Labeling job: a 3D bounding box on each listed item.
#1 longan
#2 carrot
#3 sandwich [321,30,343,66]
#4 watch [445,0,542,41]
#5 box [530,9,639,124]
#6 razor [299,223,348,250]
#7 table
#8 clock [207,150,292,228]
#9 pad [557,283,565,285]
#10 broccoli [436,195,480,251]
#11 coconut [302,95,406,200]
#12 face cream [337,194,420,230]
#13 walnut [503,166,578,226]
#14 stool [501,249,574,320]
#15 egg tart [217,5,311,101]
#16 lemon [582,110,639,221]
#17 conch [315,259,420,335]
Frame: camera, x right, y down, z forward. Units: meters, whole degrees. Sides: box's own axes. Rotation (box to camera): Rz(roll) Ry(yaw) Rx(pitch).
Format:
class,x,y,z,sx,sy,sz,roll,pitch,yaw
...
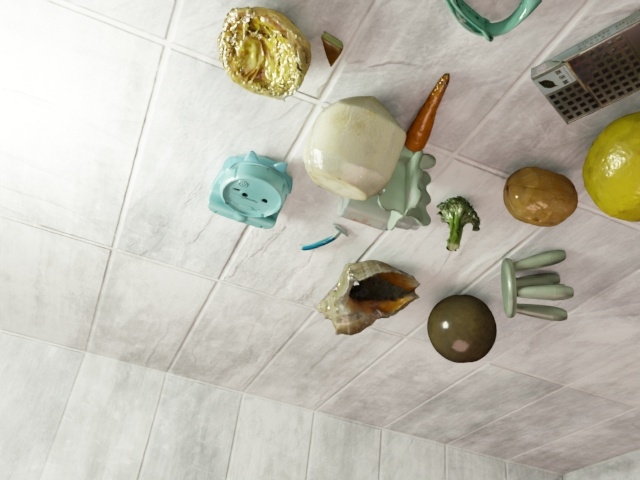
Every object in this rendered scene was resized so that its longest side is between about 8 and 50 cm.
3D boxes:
class,x,y,z,sx,sy,sz,roll,pitch,yaw
longan,0.505,0.318,2.275,0.258,0.258,0.258,5,144,4
carrot,0.270,-0.313,1.610,0.061,0.061,0.256,13,142,-8
sandwich,0.032,-0.447,1.487,0.044,0.031,0.083,-2,143,16
watch,0.348,-0.519,1.301,0.195,0.068,0.237,-10,140,25
box,0.663,-0.396,1.430,0.325,0.047,0.180,-26,132,36
razor,0.000,0.003,2.110,0.191,0.037,0.068,-24,135,36
table,0.231,-0.137,1.735,0.167,0.198,0.166,5,144,3
clock,-0.200,-0.154,1.882,0.224,0.094,0.274,17,144,-15
pad,0.746,0.176,2.239,0.188,0.006,0.113,5,144,2
broccoli,0.392,-0.042,1.840,0.118,0.204,0.122,-14,124,26
coconut,0.086,-0.242,1.602,0.245,0.247,0.245,22,171,4
face cream,0.181,-0.082,1.906,0.252,0.101,0.101,18,143,-15
walnut,0.594,-0.116,1.737,0.197,0.165,0.165,11,145,-17
stool,0.690,0.148,2.053,0.199,0.195,0.195,-4,143,12
egg tart,-0.122,-0.441,1.477,0.232,0.098,0.252,2,141,18
lemon,0.771,-0.181,1.536,0.261,0.260,0.284,-5,149,17
conch,0.152,0.164,2.182,0.352,0.210,0.297,-22,145,-16
